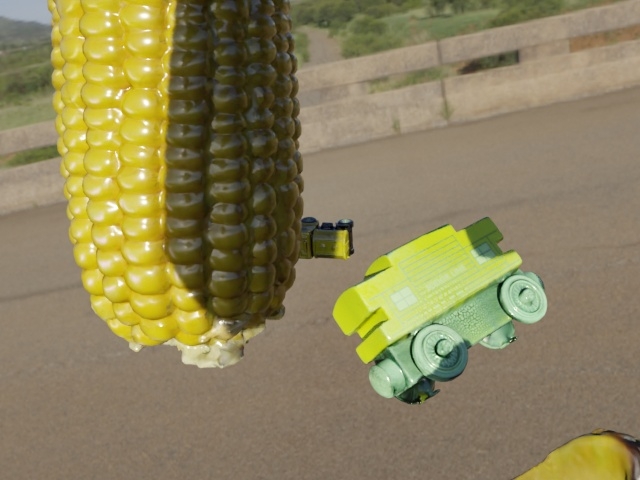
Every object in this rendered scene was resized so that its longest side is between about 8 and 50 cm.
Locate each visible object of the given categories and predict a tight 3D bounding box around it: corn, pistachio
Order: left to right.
[{"bbox_3d":[-0.082,-0.121,0.360,0.144,0.387,0.144,-4,12,1],"label":"corn"},{"bbox_3d":[0.223,0.235,0.570,0.173,0.049,0.089,-42,51,21],"label":"pistachio"}]

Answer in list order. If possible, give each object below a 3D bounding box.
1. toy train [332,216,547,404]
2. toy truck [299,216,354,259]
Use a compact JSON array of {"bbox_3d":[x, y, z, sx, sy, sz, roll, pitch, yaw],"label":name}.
[{"bbox_3d":[0.234,0.120,1.252,0.442,0.272,0.179,-25,-18,-30],"label":"toy train"},{"bbox_3d":[0.000,0.000,0.851,0.083,0.049,0.054,3,21,14],"label":"toy truck"}]
